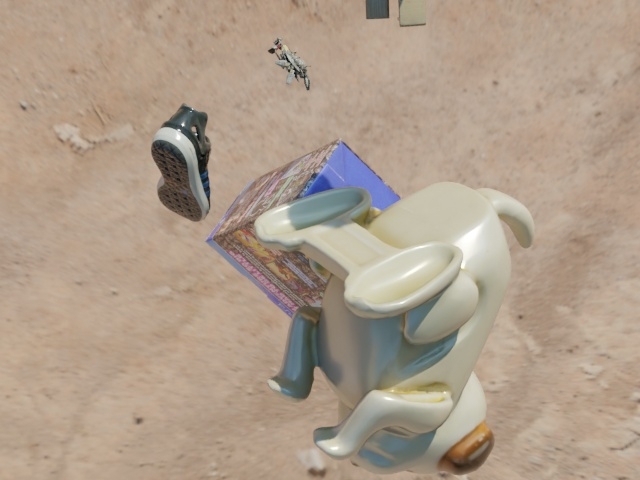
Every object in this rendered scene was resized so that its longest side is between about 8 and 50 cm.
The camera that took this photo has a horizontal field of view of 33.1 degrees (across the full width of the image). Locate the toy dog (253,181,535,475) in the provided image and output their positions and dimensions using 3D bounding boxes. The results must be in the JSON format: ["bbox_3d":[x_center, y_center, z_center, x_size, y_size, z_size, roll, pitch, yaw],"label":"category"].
[{"bbox_3d":[0.110,0.137,1.455,0.395,0.407,0.285,-29,39,-34],"label":"toy dog"}]

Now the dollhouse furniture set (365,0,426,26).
[{"bbox_3d":[0.049,-0.362,1.446,0.182,0.101,0.160,-5,105,-1],"label":"dollhouse furniture set"}]

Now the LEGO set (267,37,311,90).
[{"bbox_3d":[-0.026,-0.172,1.021,0.023,0.054,0.083,-36,45,16],"label":"LEGO set"}]

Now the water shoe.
[{"bbox_3d":[-0.159,-0.093,1.347,0.073,0.203,0.080,27,67,8],"label":"water shoe"}]

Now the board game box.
[{"bbox_3d":[0.000,0.000,1.684,0.232,0.291,0.141,43,61,-18],"label":"board game box"}]
